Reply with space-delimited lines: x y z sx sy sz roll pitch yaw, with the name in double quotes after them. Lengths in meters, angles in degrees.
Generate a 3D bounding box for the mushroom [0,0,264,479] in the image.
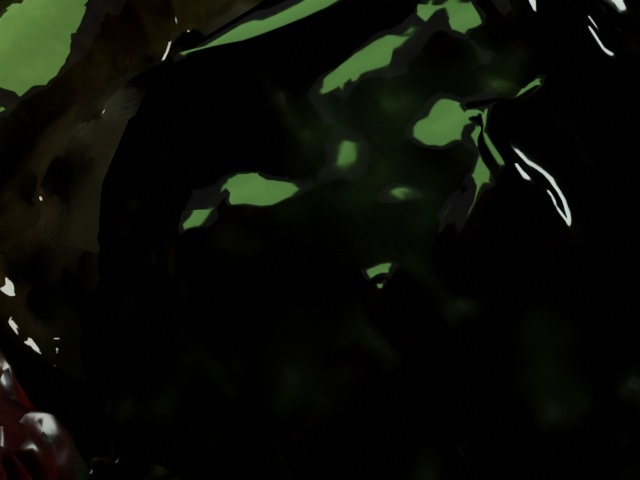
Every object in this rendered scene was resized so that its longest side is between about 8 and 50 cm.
-0.049 0.004 0.637 0.195 0.263 0.283 -26 35 32 "mushroom"

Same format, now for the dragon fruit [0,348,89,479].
-0.167 0.091 0.484 0.188 0.182 0.182 9 9 13 "dragon fruit"

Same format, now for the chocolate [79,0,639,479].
0.070 0.039 0.418 0.224 0.206 0.177 -33 47 -13 "chocolate"
